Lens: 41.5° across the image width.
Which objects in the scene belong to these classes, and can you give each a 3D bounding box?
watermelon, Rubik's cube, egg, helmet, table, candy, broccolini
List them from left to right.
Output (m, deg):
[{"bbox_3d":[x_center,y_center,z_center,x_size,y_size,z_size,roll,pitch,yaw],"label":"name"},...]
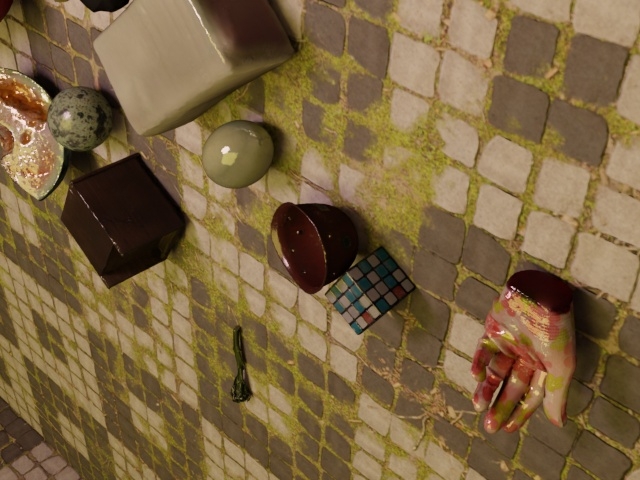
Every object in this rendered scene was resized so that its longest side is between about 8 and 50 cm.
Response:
[{"bbox_3d":[-0.648,-0.261,1.939,0.175,0.188,0.321,-18,100,7],"label":"watermelon"},{"bbox_3d":[-0.503,-0.251,1.768,0.132,0.132,0.172,58,156,-2],"label":"egg"},{"bbox_3d":[-0.417,-0.042,1.795,0.193,0.172,0.169,53,145,11],"label":"table"},{"bbox_3d":[-0.221,-0.317,1.384,0.359,0.145,0.208,-17,104,52],"label":"candy"},{"bbox_3d":[-0.141,-0.148,1.448,0.152,0.114,0.114,-27,95,52],"label":"egg"},{"bbox_3d":[-0.178,0.281,1.895,0.042,0.044,0.218,43,139,42],"label":"broccolini"},{"bbox_3d":[0.000,0.000,1.409,0.175,0.106,0.155,9,112,56],"label":"helmet"},{"bbox_3d":[0.081,0.083,1.392,0.092,0.092,0.092,51,143,8],"label":"Rubik's cube"}]

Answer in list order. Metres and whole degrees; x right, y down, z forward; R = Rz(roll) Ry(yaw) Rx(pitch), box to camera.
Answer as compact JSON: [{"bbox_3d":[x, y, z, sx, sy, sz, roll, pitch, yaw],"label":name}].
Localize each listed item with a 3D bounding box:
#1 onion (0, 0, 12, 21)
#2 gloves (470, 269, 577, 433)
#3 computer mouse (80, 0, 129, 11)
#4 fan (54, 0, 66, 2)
[{"bbox_3d":[-0.794,-0.555,1.699,0.354,0.354,0.353,29,136,32],"label":"onion"},{"bbox_3d":[0.292,0.169,1.200,0.145,0.126,0.241,13,127,12],"label":"gloves"},{"bbox_3d":[-0.371,-0.447,1.389,0.269,0.086,0.137,-106,0,-62],"label":"computer mouse"},{"bbox_3d":[-0.569,-0.601,1.673,0.335,0.011,0.229,37,140,24],"label":"fan"}]
